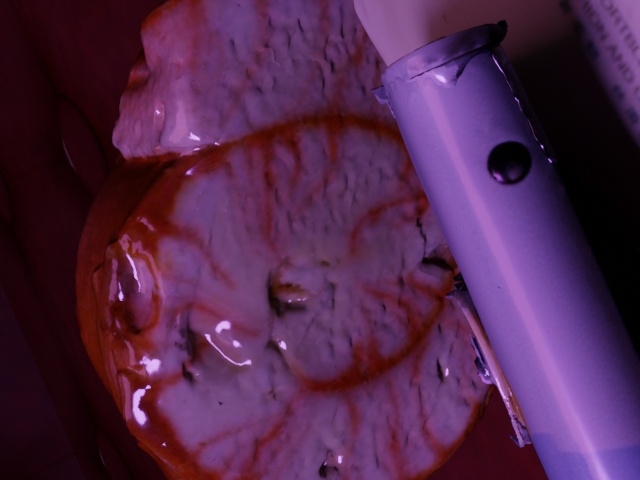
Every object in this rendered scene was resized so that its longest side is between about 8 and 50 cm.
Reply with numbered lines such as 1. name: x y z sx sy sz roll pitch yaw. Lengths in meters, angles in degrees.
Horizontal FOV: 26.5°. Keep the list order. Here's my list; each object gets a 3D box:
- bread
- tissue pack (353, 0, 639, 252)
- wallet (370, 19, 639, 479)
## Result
1. bread: 0.002 0.003 0.851 0.114 0.295 0.328 13 93 60
2. tissue pack: 0.186 -0.054 0.526 0.380 0.207 0.297 60 166 11
3. wallet: 0.089 0.037 0.470 0.170 0.069 0.231 -9 -105 -87
